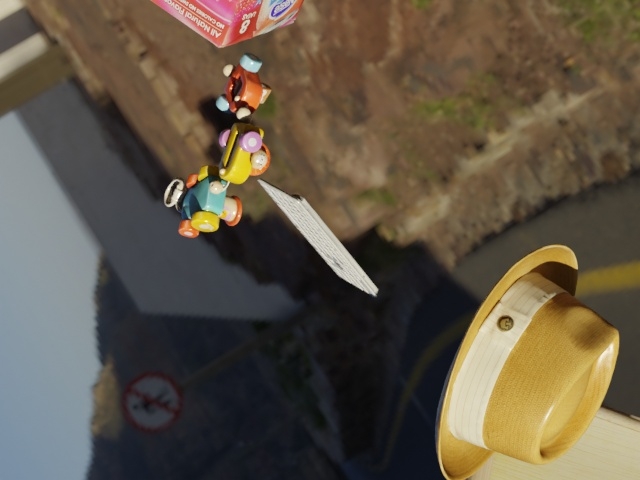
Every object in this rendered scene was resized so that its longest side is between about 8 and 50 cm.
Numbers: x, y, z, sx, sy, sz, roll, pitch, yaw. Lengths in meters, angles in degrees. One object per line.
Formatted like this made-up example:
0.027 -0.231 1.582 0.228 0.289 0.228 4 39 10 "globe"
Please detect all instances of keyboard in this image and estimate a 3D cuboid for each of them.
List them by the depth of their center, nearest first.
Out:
0.000 0.000 1.748 0.072 0.014 0.256 23 164 34 "keyboard"

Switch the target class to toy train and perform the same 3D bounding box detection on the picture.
-0.081 -0.079 1.280 0.046 0.166 0.125 19 -156 -27 "toy train"

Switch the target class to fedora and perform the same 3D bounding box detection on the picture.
0.159 0.099 1.021 0.079 0.194 0.194 25 155 28 "fedora"

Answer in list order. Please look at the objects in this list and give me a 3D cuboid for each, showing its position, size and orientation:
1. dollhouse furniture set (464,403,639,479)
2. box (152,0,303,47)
0.207 0.306 1.350 0.256 0.362 0.394 20 150 -3 "dollhouse furniture set"
-0.123 -0.280 1.121 0.257 0.122 0.128 36 123 15 "box"
